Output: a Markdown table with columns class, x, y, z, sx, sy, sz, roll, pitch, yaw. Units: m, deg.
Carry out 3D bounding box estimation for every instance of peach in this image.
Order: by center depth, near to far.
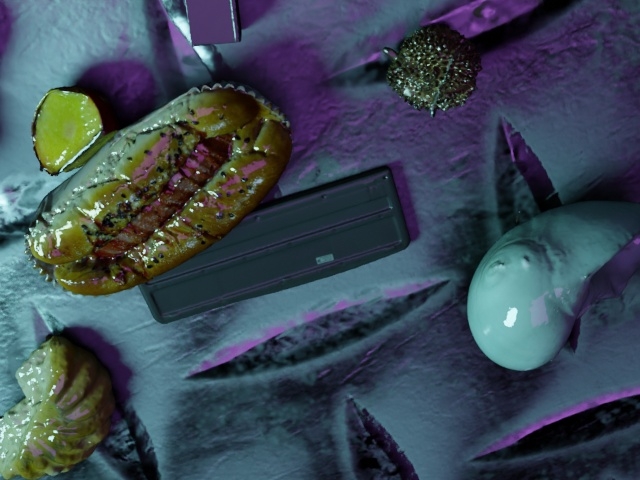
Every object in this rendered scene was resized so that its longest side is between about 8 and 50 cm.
| class | x | y | z | sx | sy | sz | roll | pitch | yaw |
| --- | --- | --- | --- | --- | --- | --- | --- | --- | --- |
| peach | -0.215 | -0.096 | 0.766 | 0.077 | 0.050 | 0.083 | 14 | 107 | 12 |

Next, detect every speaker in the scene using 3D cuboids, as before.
| class | x | y | z | sx | sy | sz | roll | pitch | yaw |
| --- | --- | --- | --- | --- | --- | --- | --- | --- | --- |
| speaker | -0.098 | -0.259 | 0.702 | 0.046 | 0.040 | 0.191 | -5 | 118 | -1 |

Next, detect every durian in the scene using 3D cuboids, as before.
| class | x | y | z | sx | sy | sz | roll | pitch | yaw |
| --- | --- | --- | --- | --- | --- | --- | --- | --- | --- |
| durian | 0.097 | -0.152 | 0.757 | 0.091 | 0.080 | 0.080 | 25 | 112 | -6 |

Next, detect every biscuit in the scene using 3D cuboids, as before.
| class | x | y | z | sx | sy | sz | roll | pitch | yaw |
| --- | --- | --- | --- | --- | --- | --- | --- | --- | --- |
| biscuit | -0.279 | 0.188 | 0.902 | 0.118 | 0.061 | 0.183 | 25 | 111 | -19 |

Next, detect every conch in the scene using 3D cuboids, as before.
| class | x | y | z | sx | sy | sz | roll | pitch | yaw |
| --- | --- | --- | --- | --- | --- | --- | --- | --- | --- |
| conch | 0.231 | 0.029 | 0.814 | 0.221 | 0.185 | 0.121 | -31 | 88 | -31 |

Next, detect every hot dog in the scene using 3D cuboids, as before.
| class | x | y | z | sx | sy | sz | roll | pitch | yaw |
| --- | --- | --- | --- | --- | --- | --- | --- | --- | --- |
| hot dog | -0.143 | -0.042 | 0.780 | 0.268 | 0.075 | 0.144 | -39 | 125 | 10 |

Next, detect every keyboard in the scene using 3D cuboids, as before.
| class | x | y | z | sx | sy | sz | roll | pitch | yaw |
| --- | --- | --- | --- | --- | --- | --- | --- | --- | --- |
| keyboard | 0.001 | -0.007 | 0.848 | 0.381 | 0.041 | 0.103 | -14 | 119 | 9 |
